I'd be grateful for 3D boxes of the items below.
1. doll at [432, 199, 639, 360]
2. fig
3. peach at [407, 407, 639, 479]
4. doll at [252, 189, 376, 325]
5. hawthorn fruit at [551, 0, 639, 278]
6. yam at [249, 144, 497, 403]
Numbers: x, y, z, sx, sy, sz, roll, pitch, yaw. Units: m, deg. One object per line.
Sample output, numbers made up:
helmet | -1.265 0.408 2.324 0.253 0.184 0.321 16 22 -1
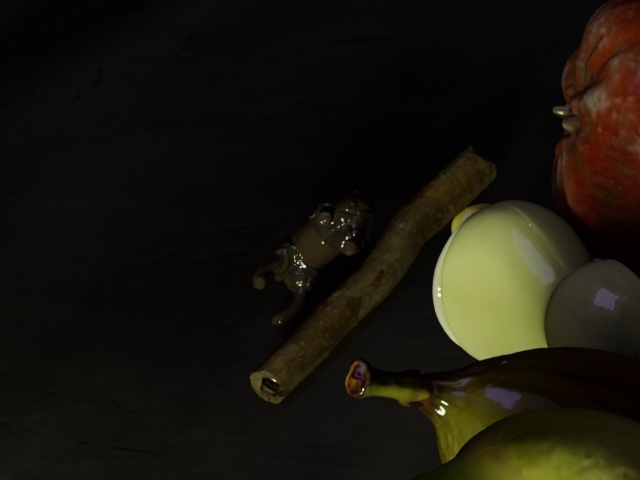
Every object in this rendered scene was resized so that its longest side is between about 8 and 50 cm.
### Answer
doll | 0.183 0.049 1.434 0.117 0.141 0.296 -16 21 -27
fig | 0.135 0.132 1.237 0.145 0.274 0.170 -57 21 30
peach | 0.130 0.247 0.953 0.281 0.314 0.316 -28 57 -4
doll | 0.000 0.000 1.745 0.139 0.057 0.165 -45 6 30
hawthorn fruit | 0.319 -0.081 1.494 0.271 0.242 0.242 7 31 -1
yam | 0.051 0.025 1.699 0.327 0.045 0.045 -45 8 -31
